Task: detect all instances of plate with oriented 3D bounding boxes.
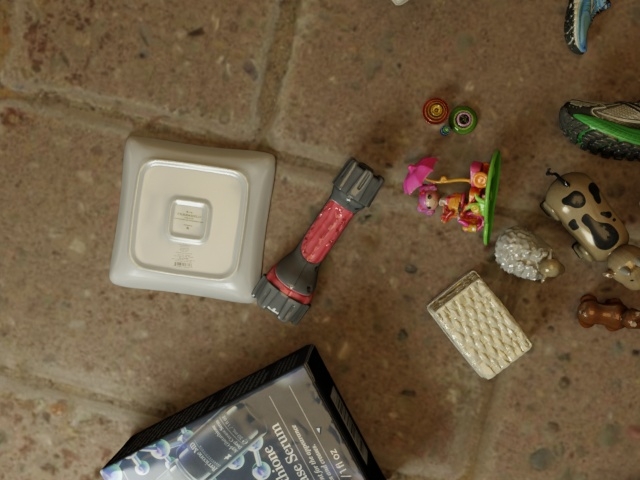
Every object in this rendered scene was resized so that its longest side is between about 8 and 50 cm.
[{"bbox_3d":[-0.234,-0.037,1.795,0.278,0.045,0.277,8,93,2],"label":"plate"}]

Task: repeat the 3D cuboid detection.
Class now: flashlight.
[{"bbox_3d":[0.000,0.000,1.750,0.103,0.103,0.304,40,100,34],"label":"flashlight"}]

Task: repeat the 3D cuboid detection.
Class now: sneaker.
[{"bbox_3d":[0.576,-0.210,1.716,0.344,0.134,0.146,4,86,-6],"label":"sneaker"},{"bbox_3d":[0.469,-0.403,1.733,0.073,0.063,0.162,8,93,-1],"label":"sneaker"}]

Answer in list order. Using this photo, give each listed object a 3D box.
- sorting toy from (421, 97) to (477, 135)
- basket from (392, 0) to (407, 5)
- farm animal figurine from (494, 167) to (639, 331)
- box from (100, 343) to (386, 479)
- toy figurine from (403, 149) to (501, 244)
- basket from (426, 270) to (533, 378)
[{"bbox_3d":[0.228,-0.216,1.763,0.102,0.042,0.061,16,93,2],"label":"sorting toy"},{"bbox_3d":[0.162,-0.604,1.638,0.331,0.266,0.328,-36,90,3],"label":"basket"},{"bbox_3d":[0.511,-0.010,1.693,0.327,0.172,0.330,36,94,1],"label":"farm animal figurine"},{"bbox_3d":[-0.122,0.407,1.726,0.396,0.212,0.293,-28,92,5],"label":"box"},{"bbox_3d":[0.225,-0.083,1.753,0.159,0.130,0.173,8,118,16],"label":"toy figurine"},{"bbox_3d":[0.278,0.150,1.747,0.113,0.103,0.167,-39,89,3],"label":"basket"}]
